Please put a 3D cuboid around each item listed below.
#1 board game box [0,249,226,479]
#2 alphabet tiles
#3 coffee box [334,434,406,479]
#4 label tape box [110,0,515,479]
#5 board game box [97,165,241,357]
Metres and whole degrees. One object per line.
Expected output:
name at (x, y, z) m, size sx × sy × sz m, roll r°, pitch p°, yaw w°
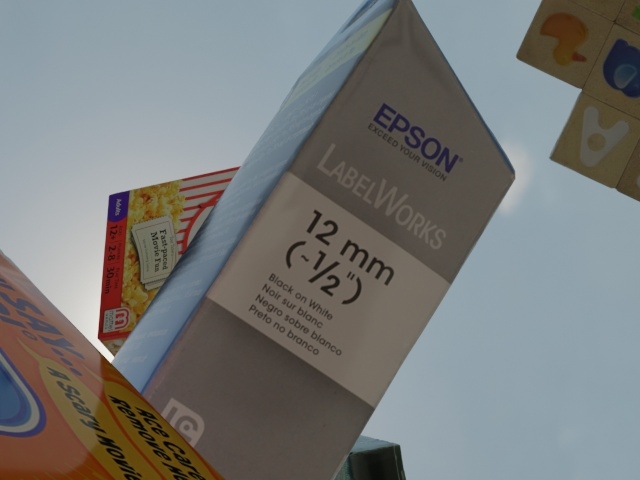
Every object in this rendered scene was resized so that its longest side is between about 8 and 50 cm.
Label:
board game box at (-0.328, 0.126, 0.580) m, size 0.356 × 0.356 × 0.356 m, roll 40°, pitch -166°, yaw 31°
alphabet tiles at (0.323, -0.179, 1.162) m, size 0.285 × 0.342 × 0.011 m, roll 25°, pitch -176°, yaw -4°
coffee box at (0.013, 0.192, 1.076) m, size 0.040 × 0.184 × 0.113 m, roll -9°, pitch -88°, yaw -20°
label tape box at (0.000, 0.000, 0.873) m, size 0.115 × 0.249 × 0.348 m, roll 36°, pitch -103°, yaw -8°
board game box at (-0.084, 0.013, 1.268) m, size 0.045 × 0.193 × 0.147 m, roll 59°, pitch -156°, yaw -52°
